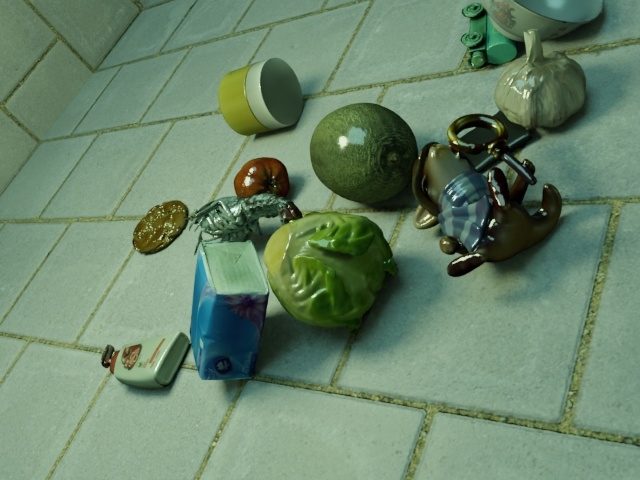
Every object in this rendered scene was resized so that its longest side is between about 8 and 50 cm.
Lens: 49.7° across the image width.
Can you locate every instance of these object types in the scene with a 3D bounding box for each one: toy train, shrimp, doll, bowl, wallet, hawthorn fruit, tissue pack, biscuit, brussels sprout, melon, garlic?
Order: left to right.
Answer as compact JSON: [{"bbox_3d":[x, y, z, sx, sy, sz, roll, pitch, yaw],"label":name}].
[{"bbox_3d":[-0.522,-0.048,2.237,0.226,0.042,0.226,-23,41,22],"label":"biscuit"},{"bbox_3d":[-0.217,0.163,1.598,0.146,0.263,0.198,-1,36,-19],"label":"tissue pack"},{"bbox_3d":[-0.219,-0.050,1.856,0.410,0.221,0.166,-18,63,33],"label":"shrimp"},{"bbox_3d":[-0.183,-0.169,2.004,0.162,0.162,0.203,-51,24,-13],"label":"hawthorn fruit"},{"bbox_3d":[0.026,0.064,1.522,0.227,0.294,0.259,180,109,-72],"label":"brussels sprout"},{"bbox_3d":[0.101,-0.221,1.735,0.248,0.248,0.329,-50,30,-12],"label":"melon"},{"bbox_3d":[0.361,-0.210,1.687,0.285,0.030,0.146,-33,42,10],"label":"wallet"},{"bbox_3d":[0.325,-0.094,1.460,0.318,0.209,0.340,-38,36,-2],"label":"doll"},{"bbox_3d":[0.472,-0.574,1.904,0.159,0.101,0.248,-5,50,18],"label":"toy train"},{"bbox_3d":[0.536,-0.623,1.796,0.157,0.345,0.345,118,168,-52],"label":"bowl"},{"bbox_3d":[0.498,-0.381,1.584,0.218,0.212,0.218,-12,43,11],"label":"garlic"}]

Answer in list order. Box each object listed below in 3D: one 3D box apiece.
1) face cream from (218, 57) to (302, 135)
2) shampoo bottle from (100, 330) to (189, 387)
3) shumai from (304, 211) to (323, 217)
[{"bbox_3d":[-0.192,-0.458,2.222,0.179,0.218,0.218,-7,49,35],"label":"face cream"},{"bbox_3d":[-0.487,0.315,1.832,0.284,0.071,0.153,-5,48,34],"label":"shampoo bottle"},{"bbox_3d":[-0.002,-0.002,1.731,0.116,0.145,0.145,-58,37,13],"label":"shumai"}]
